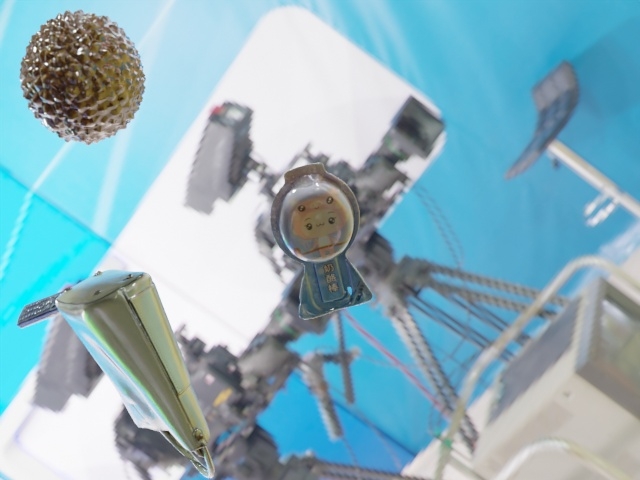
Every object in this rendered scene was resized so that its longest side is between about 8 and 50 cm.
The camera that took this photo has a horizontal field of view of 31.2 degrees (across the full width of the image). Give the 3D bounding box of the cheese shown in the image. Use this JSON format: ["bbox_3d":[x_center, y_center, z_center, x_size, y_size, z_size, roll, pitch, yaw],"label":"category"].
[{"bbox_3d":[0.000,0.000,1.721,0.135,0.245,0.052,-15,23,-4],"label":"cheese"}]

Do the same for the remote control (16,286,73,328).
[{"bbox_3d":[-0.451,0.112,1.915,0.152,0.027,0.043,-17,49,36],"label":"remote control"}]

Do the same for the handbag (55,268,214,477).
[{"bbox_3d":[-0.238,0.195,1.544,0.109,0.315,0.241,-26,12,-24],"label":"handbag"}]

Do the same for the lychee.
[{"bbox_3d":[-0.351,-0.241,1.695,0.200,0.200,0.238,-53,6,15],"label":"lychee"}]
